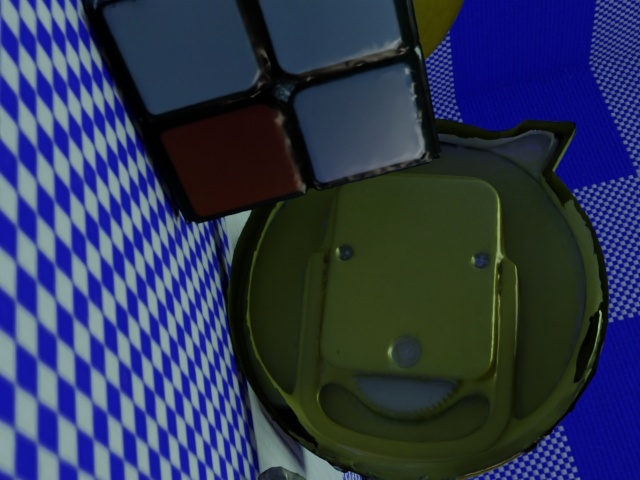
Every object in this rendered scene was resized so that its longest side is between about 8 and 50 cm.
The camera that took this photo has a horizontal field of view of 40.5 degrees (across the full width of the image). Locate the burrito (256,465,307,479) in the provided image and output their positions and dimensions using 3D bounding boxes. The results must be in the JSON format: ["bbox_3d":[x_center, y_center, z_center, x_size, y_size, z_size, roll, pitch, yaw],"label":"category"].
[{"bbox_3d":[-0.007,0.226,0.609,0.058,0.045,0.188,-89,168,-47],"label":"burrito"}]

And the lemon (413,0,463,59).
[{"bbox_3d":[0.000,-0.265,0.775,0.297,0.297,0.297,-14,90,-86],"label":"lemon"}]

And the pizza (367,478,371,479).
[{"bbox_3d":[0.088,0.307,1.416,0.189,0.071,0.297,-78,153,-52],"label":"pizza"}]

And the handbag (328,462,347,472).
[{"bbox_3d":[0.015,0.092,0.803,0.228,0.127,0.207,56,19,-55],"label":"handbag"}]

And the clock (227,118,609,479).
[{"bbox_3d":[0.072,0.039,0.661,0.071,0.277,0.293,70,32,-68],"label":"clock"}]

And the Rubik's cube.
[{"bbox_3d":[-0.034,-0.143,0.571,0.183,0.180,0.167,-102,175,-50],"label":"Rubik's cube"}]
